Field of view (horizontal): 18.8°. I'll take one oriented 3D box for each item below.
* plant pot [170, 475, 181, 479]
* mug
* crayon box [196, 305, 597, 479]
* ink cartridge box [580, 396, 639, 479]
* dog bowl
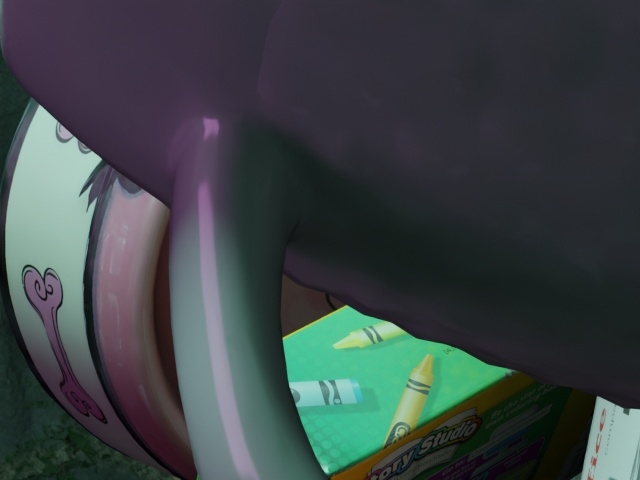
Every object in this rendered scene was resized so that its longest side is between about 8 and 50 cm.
[{"bbox_3d":[0.025,0.127,1.646,0.229,0.263,0.263,-50,25,45],"label":"plant pot"},{"bbox_3d":[0.090,-0.051,0.465,0.276,0.328,0.374,108,172,-61],"label":"mug"},{"bbox_3d":[0.063,0.093,1.023,0.278,0.081,0.165,-25,-34,-35],"label":"crayon box"},{"bbox_3d":[0.167,0.076,0.727,0.218,0.092,0.158,-179,101,-87],"label":"ink cartridge box"},{"bbox_3d":[0.000,0.000,1.300,0.150,0.408,0.408,35,116,56],"label":"dog bowl"}]
